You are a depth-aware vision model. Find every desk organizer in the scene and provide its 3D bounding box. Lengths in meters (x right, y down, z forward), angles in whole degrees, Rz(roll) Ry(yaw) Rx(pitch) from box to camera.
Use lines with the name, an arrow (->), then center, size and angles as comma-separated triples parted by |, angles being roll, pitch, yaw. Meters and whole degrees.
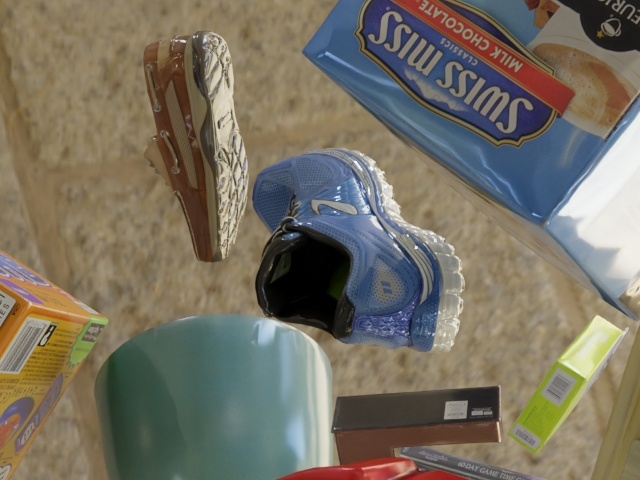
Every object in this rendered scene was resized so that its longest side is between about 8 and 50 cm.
desk organizer -> 0.078, 0.151, 1.146 | 0.130, 0.050, 0.047 | -5, 29, 10

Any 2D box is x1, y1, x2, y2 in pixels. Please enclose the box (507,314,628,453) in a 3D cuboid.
box -> 0.271, 0.150, 1.590 | 0.042, 0.109, 0.178 | 35, 27, 13

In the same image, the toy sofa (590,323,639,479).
toy sofa -> 0.301, 0.119, 0.646 | 0.177, 0.362, 0.150 | 16, 92, -26

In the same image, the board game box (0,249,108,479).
board game box -> -0.508, 0.136, 1.608 | 0.356, 0.356, 0.356 | 31, 87, 7

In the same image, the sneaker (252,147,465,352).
sneaker -> 0.000, 0.000, 1.360 | 0.147, 0.129, 0.330 | -1, 22, -25

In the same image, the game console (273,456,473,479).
game console -> 0.062, 0.277, 0.410 | 0.342, 0.060, 0.386 | 13, 85, 33

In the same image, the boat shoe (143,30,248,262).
boat shoe -> -0.179, -0.131, 2.042 | 0.120, 0.324, 0.122 | 1, 17, 19

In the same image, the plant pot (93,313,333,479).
plant pot -> -0.119, 0.268, 1.731 | 0.293, 0.293, 0.235 | 1, 49, -11

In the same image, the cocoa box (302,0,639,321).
cocoa box -> 0.189, -0.116, 1.105 | 0.231, 0.347, 0.228 | 39, 93, 26

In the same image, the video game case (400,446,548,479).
video game case -> 0.224, 0.310, 1.572 | 0.026, 0.274, 0.196 | -51, 127, -25
